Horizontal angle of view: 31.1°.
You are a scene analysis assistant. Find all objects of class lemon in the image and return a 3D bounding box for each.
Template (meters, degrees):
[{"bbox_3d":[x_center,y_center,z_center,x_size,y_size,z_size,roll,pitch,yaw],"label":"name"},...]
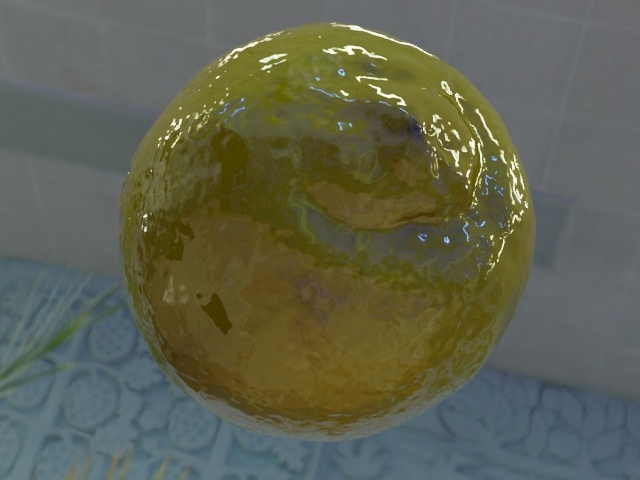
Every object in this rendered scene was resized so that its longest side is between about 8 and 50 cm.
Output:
[{"bbox_3d":[0.000,0.000,0.912,0.348,0.348,0.348,11,-37,8],"label":"lemon"}]
